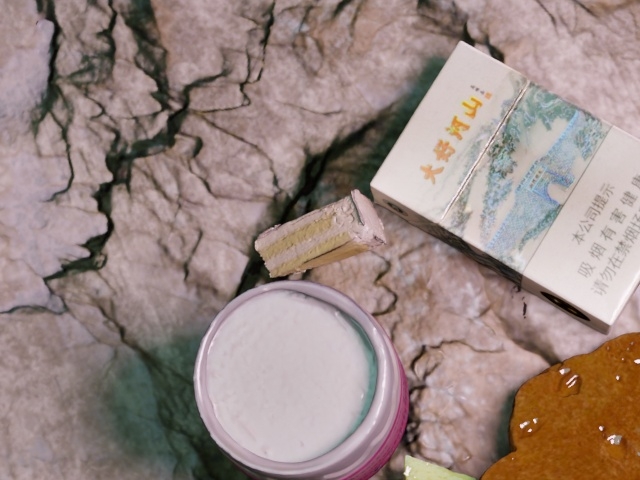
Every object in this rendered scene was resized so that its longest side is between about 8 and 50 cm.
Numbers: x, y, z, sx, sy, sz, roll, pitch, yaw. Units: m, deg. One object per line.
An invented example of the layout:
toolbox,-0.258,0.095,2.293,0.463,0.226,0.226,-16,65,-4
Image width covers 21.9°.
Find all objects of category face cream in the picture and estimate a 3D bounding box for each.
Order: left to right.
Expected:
face cream,-0.014,0.131,1.441,0.175,0.195,0.175,-1,79,6

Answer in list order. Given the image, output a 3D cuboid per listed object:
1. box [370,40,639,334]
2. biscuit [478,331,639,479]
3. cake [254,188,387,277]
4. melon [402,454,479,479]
box,0.197,-0.049,1.526,0.256,0.069,0.164,31,82,11
biscuit,0.268,0.187,1.457,0.290,0.041,0.208,-31,58,-13
cake,0.000,0.000,1.556,0.121,0.065,0.052,-24,75,23
melon,0.055,0.270,1.474,0.209,0.064,0.118,-38,72,-6
